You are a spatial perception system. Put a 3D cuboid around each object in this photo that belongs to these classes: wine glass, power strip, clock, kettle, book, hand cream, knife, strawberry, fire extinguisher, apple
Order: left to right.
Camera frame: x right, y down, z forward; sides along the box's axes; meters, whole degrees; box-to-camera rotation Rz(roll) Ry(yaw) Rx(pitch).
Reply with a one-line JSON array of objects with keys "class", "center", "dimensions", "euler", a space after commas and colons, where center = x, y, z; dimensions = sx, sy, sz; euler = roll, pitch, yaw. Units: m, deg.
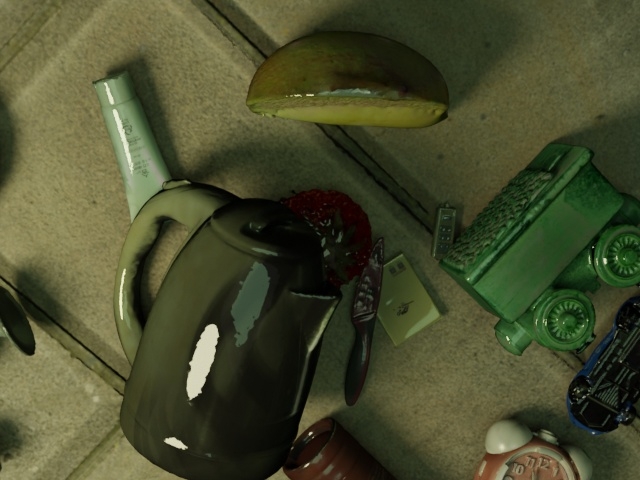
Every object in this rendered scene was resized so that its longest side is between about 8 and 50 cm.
[{"class": "wine glass", "center": [-0.488, 0.153, 1.411], "dimensions": [0.231, 0.103, 0.103], "euler": [-28, 104, 3]}, {"class": "hand cream", "center": [-0.234, -0.113, 1.417], "dimensions": [0.078, 0.050, 0.204], "euler": [-19, 108, -6]}, {"class": "kettle", "center": [-0.132, 0.083, 1.377], "dimensions": [0.321, 0.228, 0.324], "euler": [31, 115, 28]}, {"class": "strawberry", "center": [0.000, 0.000, 1.453], "dimensions": [0.145, 0.086, 0.145], "euler": [-1, 110, -3]}, {"class": "apple", "center": [0.041, -0.202, 1.369], "dimensions": [0.265, 0.193, 0.120], "euler": [1, 92, -5]}, {"class": "knife", "center": [0.058, 0.111, 1.512], "dimensions": [0.035, 0.018, 0.247], "euler": [10, 105, 3]}, {"class": "fire extinguisher", "center": [0.092, 0.404, 1.529], "dimensions": [0.344, 0.138, 0.102], "euler": [46, 133, -13]}, {"class": "book", "center": [0.108, 0.081, 1.521], "dimensions": [0.077, 0.014, 0.111], "euler": [-32, 104, 1]}, {"class": "power strip", "center": [0.167, -0.012, 1.509], "dimensions": [0.027, 0.017, 0.083], "euler": [3, 103, -10]}, {"class": "clock", "center": [0.288, 0.342, 1.570], "dimensions": [0.166, 0.093, 0.162], "euler": [25, 88, -12]}]

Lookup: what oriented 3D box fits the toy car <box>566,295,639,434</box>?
[{"class": "toy car", "center": [0.423, 0.174, 1.561], "dimensions": [0.103, 0.063, 0.216], "euler": [30, 102, -12]}]

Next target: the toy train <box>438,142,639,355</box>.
[{"class": "toy train", "center": [0.307, 0.020, 1.464], "dimensions": [0.202, 0.145, 0.266], "euler": [44, 88, -13]}]
